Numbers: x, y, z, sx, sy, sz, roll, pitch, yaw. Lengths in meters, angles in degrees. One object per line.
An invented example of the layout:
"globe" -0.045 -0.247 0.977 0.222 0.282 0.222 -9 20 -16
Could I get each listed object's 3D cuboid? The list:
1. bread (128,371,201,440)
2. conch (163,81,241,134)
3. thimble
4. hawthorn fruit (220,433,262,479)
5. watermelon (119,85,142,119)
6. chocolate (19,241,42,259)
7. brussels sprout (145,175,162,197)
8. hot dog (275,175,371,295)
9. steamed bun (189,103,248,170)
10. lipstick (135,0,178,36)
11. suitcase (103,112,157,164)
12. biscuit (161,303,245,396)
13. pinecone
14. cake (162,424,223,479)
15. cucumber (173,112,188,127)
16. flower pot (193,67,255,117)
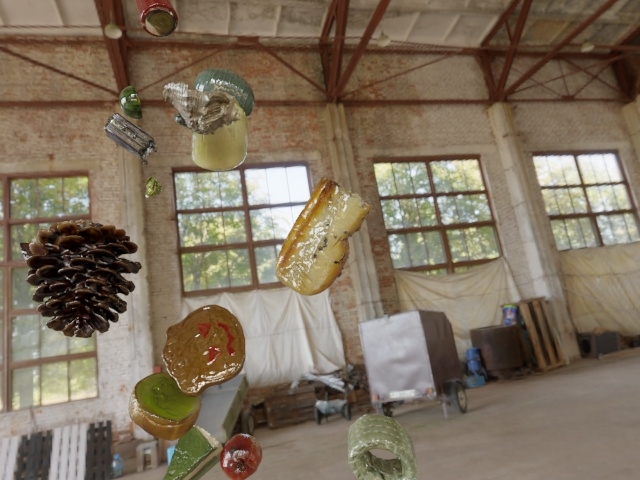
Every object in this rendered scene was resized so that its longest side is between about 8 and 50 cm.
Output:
"bread" -0.485 0.514 1.457 0.235 0.070 0.236 25 15 -7
"conch" -0.360 -0.407 1.390 0.245 0.163 0.178 20 -28 -3
"thimble" 0.089 0.303 0.655 0.084 0.110 0.062 -44 9 13
"hawthorn fruit" -0.290 0.804 1.701 0.156 0.157 0.194 -6 -2 -11
"watermelon" -0.591 -0.425 1.439 0.062 0.106 0.105 -14 -10 -21
"chocolate" -0.886 0.063 1.465 0.086 0.182 0.028 10 -63 -51
"brussels sprout" -0.626 -0.201 1.745 0.058 0.085 0.085 0 -16 -29
"hot dog" 0.000 0.000 1.499 0.196 0.366 0.367 33 5 -13
"steamed bun" -0.343 -0.372 1.644 0.165 0.232 0.273 19 26 5
"lipstick" -0.377 -0.551 1.012 0.080 0.241 0.080 -19 -26 -10
"suitcase" -0.467 -0.251 1.141 0.126 0.059 0.086 36 -13 -14
"biscuit" -0.362 0.330 1.445 0.257 0.273 0.049 -25 -38 -15
"pinecone" -0.537 0.094 1.061 0.246 0.292 0.247 -11 -39 -9
"cake" -0.486 0.878 1.780 0.172 0.284 0.158 7 -45 12
"cucumber" -0.457 -0.453 1.820 0.244 0.067 0.067 12 -17 -11
"flower pot" -0.374 -0.563 1.805 0.242 0.157 0.189 21 -54 -18
